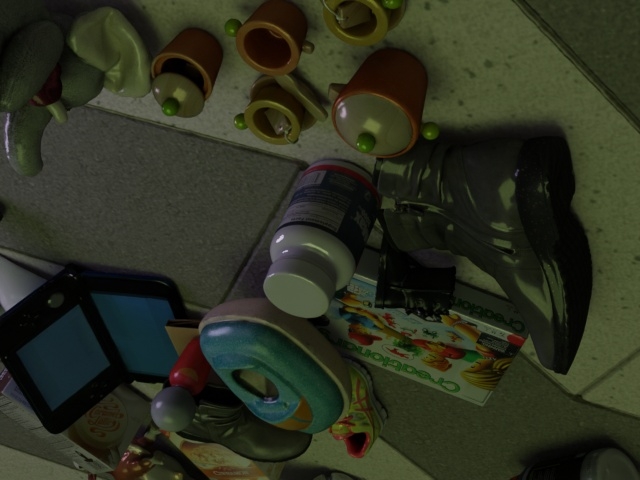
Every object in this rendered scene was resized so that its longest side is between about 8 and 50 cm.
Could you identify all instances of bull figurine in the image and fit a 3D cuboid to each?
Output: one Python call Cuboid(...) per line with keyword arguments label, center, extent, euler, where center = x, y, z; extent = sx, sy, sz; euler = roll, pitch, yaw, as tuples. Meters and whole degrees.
Cuboid(label="bull figurine", center=(-0.322, 0.441, 2.020), extent=(0.310, 0.101, 0.188), euler=(35, 135, -22))

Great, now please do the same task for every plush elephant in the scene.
Cuboid(label="plush elephant", center=(-0.353, -0.193, 1.187), extent=(0.272, 0.330, 0.255), euler=(14, 166, 33))

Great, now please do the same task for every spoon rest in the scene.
Cuboid(label="spoon rest", center=(-0.523, 0.069, 1.722), extent=(0.276, 0.084, 0.137), euler=(26, 146, -26))

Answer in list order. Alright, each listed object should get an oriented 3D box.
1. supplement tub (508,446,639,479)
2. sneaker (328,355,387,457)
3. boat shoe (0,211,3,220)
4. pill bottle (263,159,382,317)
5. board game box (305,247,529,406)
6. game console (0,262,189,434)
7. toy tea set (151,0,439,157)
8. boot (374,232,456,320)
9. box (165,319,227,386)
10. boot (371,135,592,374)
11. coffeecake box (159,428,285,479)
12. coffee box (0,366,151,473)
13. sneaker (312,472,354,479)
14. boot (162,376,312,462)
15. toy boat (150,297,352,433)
Cuboid(label="supplement tub", center=(0.374, 0.382, 1.579), extent=(0.117, 0.117, 0.190), euler=(40, 140, -21))
Cuboid(label="sneaker", center=(0.039, 0.257, 1.623), extent=(0.081, 0.094, 0.208), euler=(-6, 132, 35))
Cuboid(label="boat shoe", center=(-0.574, -0.002, 1.602), extent=(0.072, 0.190, 0.068), euler=(49, 180, -5))
Cuboid(label="pill bottle", center=(0.000, 0.000, 1.268), extent=(0.108, 0.180, 0.108), euler=(15, 142, 12))
Cuboid(label="board game box", center=(0.114, 0.111, 1.443), extent=(0.305, 0.053, 0.193), euler=(21, 143, 4))
Cuboid(label="game console", center=(-0.345, 0.192, 1.693), extent=(0.173, 0.250, 0.293), euler=(32, 151, 36))
Cuboid(label="toy tea set", center=(-0.038, -0.162, 1.141), extent=(0.336, 0.124, 0.200), euler=(-9, 132, 34))
Cuboid(label="boot", center=(0.122, 0.039, 1.333), extent=(0.099, 0.121, 0.045), euler=(6, -178, 4))
Cuboid(label="box", center=(-0.144, 0.197, 1.687), extent=(0.164, 0.021, 0.201), euler=(1, 138, 14))
Cuboid(label="boot", center=(0.194, 0.009, 1.253), extent=(0.222, 0.118, 0.338), euler=(3, 127, 28))
Cuboid(label="coffeecake box", center=(-0.171, 0.360, 1.875), extent=(0.142, 0.068, 0.185), euler=(-10, 131, 36))
Cuboid(label="coffee box", center=(-0.446, 0.288, 1.870), extent=(0.246, 0.141, 0.098), euler=(41, 146, -20))
Cuboid(label="sneaker", center=(-0.072, 0.532, 1.923), extent=(0.315, 0.127, 0.182), euler=(-14, 150, -4))
Cuboid(label="boot", center=(-0.132, 0.286, 1.690), extent=(0.246, 0.083, 0.161), euler=(10, 152, 0))
Cuboid(label="toy boat", center=(-0.110, 0.205, 1.517), extent=(0.318, 0.148, 0.267), euler=(-11, 133, 40))
